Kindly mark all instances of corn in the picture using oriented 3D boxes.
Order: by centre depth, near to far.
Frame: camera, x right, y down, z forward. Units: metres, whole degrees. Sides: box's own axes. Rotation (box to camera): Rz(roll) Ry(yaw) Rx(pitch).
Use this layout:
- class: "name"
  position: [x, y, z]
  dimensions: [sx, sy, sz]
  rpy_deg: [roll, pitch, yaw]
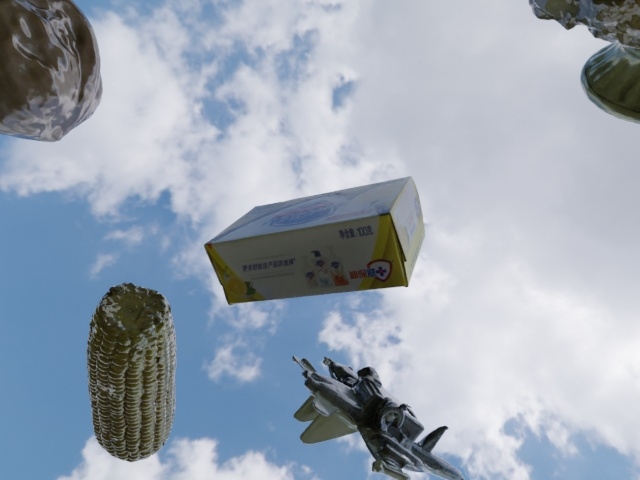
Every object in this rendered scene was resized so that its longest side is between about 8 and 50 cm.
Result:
- class: "corn"
  position: [-0.282, 0.206, 0.710]
  dimensions: [0.131, 0.131, 0.345]
  rpy_deg: [30, -52, 17]

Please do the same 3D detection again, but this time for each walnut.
- class: "walnut"
  position: [-0.475, -0.287, 0.743]
  dimensions: [0.227, 0.273, 0.273]
  rpy_deg: [-31, -105, -26]

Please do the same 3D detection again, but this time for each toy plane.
- class: "toy plane"
  position: [0.082, 0.206, 0.520]
  dimensions: [0.261, 0.192, 0.088]
  rpy_deg: [28, -82, -21]

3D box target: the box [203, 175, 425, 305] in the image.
- class: "box"
  position: [0.000, 0.000, 0.648]
  dimensions: [0.264, 0.168, 0.097]
  rpy_deg: [-8, -71, 25]

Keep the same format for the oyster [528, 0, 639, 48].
- class: "oyster"
  position: [0.197, -0.252, 0.288]
  dimensions: [0.161, 0.107, 0.233]
  rpy_deg: [42, -43, 36]

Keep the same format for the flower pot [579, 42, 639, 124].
- class: "flower pot"
  position: [0.485, -0.303, 0.608]
  dimensions: [0.307, 0.244, 0.308]
  rpy_deg: [-7, -129, 9]
